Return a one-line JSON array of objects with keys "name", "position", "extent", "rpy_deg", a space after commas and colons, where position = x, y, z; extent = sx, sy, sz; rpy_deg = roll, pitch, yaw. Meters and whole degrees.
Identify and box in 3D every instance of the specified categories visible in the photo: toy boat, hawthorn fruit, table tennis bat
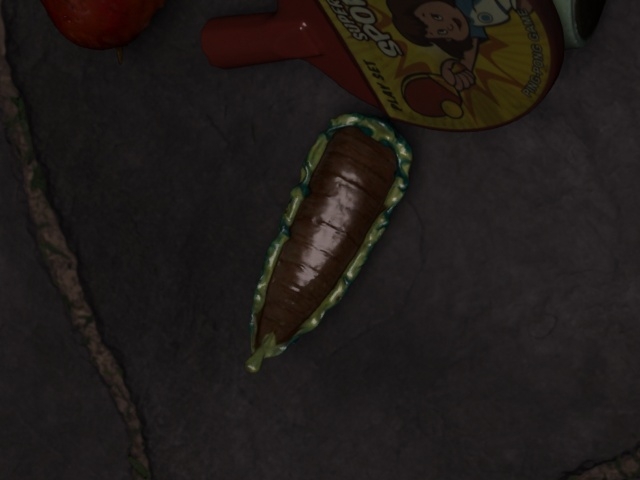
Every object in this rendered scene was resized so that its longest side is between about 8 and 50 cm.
[{"name": "toy boat", "position": [0.001, 0.001, 1.850], "extent": [0.108, 0.099, 0.293], "rpy_deg": [29, 99, 6]}, {"name": "hawthorn fruit", "position": [-0.219, -0.259, 1.822], "extent": [0.148, 0.148, 0.172], "rpy_deg": [-3, 108, 14]}, {"name": "table tennis bat", "position": [0.048, -0.206, 1.719], "extent": [0.414, 0.051, 0.268], "rpy_deg": [0, 136, 41]}]

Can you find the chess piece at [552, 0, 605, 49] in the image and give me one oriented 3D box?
[{"name": "chess piece", "position": [0.124, -0.297, 1.721], "extent": [0.299, 0.194, 0.195], "rpy_deg": [12, 104, 19]}]
